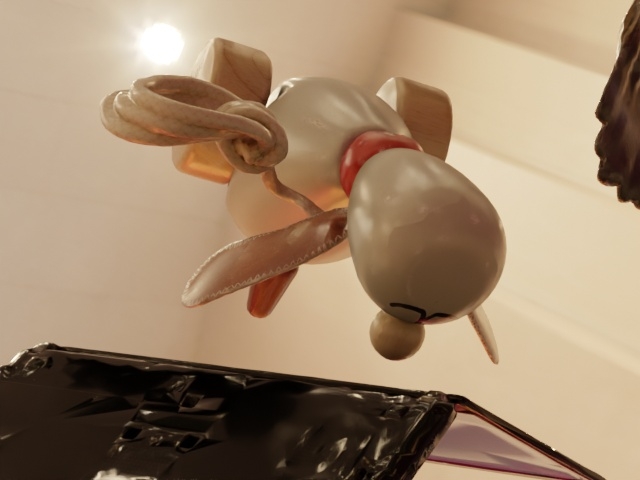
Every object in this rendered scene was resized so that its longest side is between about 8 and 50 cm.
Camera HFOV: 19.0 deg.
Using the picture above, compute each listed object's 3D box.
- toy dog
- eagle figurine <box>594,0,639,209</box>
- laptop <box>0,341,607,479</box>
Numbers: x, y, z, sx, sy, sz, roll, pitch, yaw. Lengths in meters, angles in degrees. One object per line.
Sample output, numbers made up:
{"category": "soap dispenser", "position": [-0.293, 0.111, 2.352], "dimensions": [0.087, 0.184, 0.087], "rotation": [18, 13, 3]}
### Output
{"category": "toy dog", "position": [0.000, 0.000, 1.031], "dimensions": [0.220, 0.334, 0.161], "rotation": [16, -76, 5]}
{"category": "eagle figurine", "position": [0.211, -0.190, 1.215], "dimensions": [0.298, 0.226, 0.225], "rotation": [-44, -54, -4]}
{"category": "laptop", "position": [-0.041, 0.127, 0.836], "dimensions": [0.264, 0.234, 0.136], "rotation": [-50, -48, -42]}
